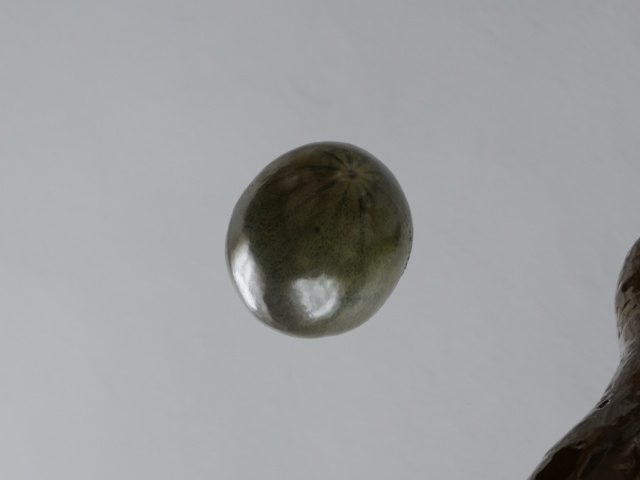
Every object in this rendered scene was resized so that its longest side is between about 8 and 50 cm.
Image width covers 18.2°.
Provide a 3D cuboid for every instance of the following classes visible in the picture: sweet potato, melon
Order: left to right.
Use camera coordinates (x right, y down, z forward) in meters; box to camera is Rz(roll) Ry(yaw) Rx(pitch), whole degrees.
[{"bbox_3d":[0.000,0.000,1.059,0.130,0.098,0.098,126,-44,-59],"label":"melon"},{"bbox_3d":[0.147,0.106,1.003,0.108,0.079,0.346,-3,-139,40],"label":"sweet potato"}]
